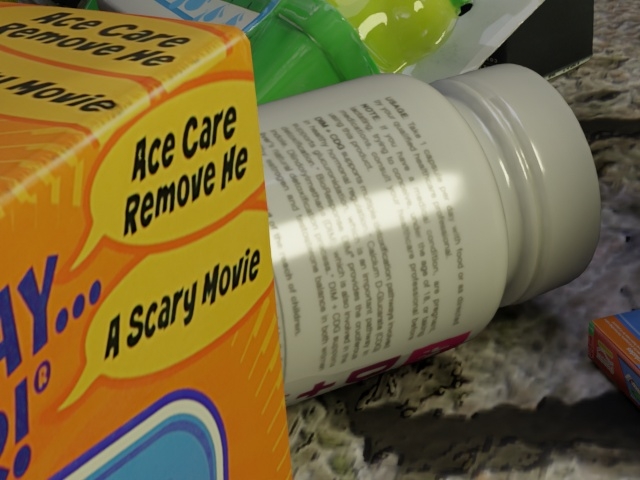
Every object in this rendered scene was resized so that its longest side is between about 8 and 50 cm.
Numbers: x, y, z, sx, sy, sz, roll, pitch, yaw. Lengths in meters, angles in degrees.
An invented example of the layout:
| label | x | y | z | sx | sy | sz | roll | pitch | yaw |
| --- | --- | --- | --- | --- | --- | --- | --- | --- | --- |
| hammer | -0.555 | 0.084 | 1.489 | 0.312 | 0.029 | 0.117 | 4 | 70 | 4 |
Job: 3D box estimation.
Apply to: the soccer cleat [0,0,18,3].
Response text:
| label | x | y | z | sx | sy | sz | roll | pitch | yaw |
| --- | --- | --- | --- | --- | --- | --- | --- | --- | --- |
| soccer cleat | -0.250 | -0.248 | 1.506 | 0.121 | 0.093 | 0.289 | 23 | 37 | 4 |

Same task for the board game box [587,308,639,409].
| label | x | y | z | sx | sy | sz | roll | pitch | yaw |
| --- | --- | --- | --- | --- | --- | --- | --- | --- | --- |
| board game box | 0.261 | 0.099 | 0.825 | 0.145 | 0.027 | 0.281 | -10 | 28 | -16 |

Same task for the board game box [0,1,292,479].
| label | x | y | z | sx | sy | sz | roll | pitch | yaw |
| --- | --- | --- | --- | --- | --- | --- | --- | --- | --- |
| board game box | -0.239 | 0.153 | 0.433 | 0.356 | 0.356 | 0.356 | 9 | 30 | 25 |

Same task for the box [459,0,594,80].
| label | x | y | z | sx | sy | sz | roll | pitch | yaw |
| --- | --- | --- | --- | --- | --- | --- | --- | --- | --- |
| box | 0.125 | -0.237 | 1.300 | 0.108 | 0.207 | 0.153 | -25 | 32 | -38 |

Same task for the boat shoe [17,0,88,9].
| label | x | y | z | sx | sy | sz | roll | pitch | yaw |
| --- | --- | --- | --- | --- | --- | --- | --- | --- | --- |
| boat shoe | -0.173 | -0.174 | 1.362 | 0.226 | 0.075 | 0.083 | 16 | 33 | 33 |

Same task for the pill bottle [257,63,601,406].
| label | x | y | z | sx | sy | sz | roll | pitch | yaw |
| --- | --- | --- | --- | --- | --- | --- | --- | --- | --- |
| pill bottle | 0.000 | 0.000 | 0.908 | 0.283 | 0.160 | 0.160 | -17 | 30 | -24 |

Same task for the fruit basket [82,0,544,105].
| label | x | y | z | sx | sy | sz | roll | pitch | yaw |
| --- | --- | --- | --- | --- | --- | --- | --- | --- | --- |
| fruit basket | 0.011 | -0.202 | 1.139 | 0.353 | 0.165 | 0.327 | -50 | 49 | -4 |
